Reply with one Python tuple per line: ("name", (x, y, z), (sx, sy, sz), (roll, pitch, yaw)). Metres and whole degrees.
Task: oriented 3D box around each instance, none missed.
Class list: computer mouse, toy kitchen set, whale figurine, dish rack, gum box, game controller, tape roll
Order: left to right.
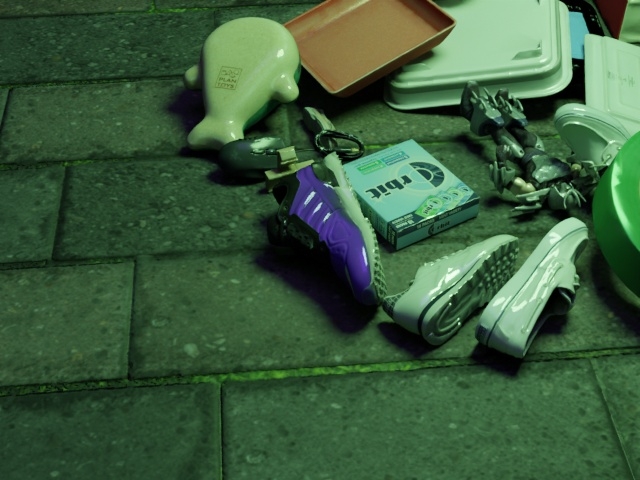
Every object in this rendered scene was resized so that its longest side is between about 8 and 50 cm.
("whale figurine", (-0.133, -0.251, 1.896), (0.216, 0.141, 0.272), (9, 65, 19))
("computer mouse", (-0.047, -0.144, 1.787), (0.242, 0.041, 0.071), (-8, 83, -7))
("toy kitchen set", (-0.038, -0.100, 1.743), (0.083, 0.068, 0.075), (-16, 43, -16))
("gum box", (0.132, -0.076, 1.734), (0.157, 0.041, 0.184), (-22, 45, -24))
("dish rack", (0.277, -0.360, 1.975), (0.333, 0.072, 0.285), (-5, 46, 15))
("game controller", (0.454, -0.376, 2.059), (0.166, 0.067, 0.319), (0, 41, 1))
("tape roll", (0.553, -0.026, 1.570), (0.321, 0.077, 0.321), (5, 57, -8))

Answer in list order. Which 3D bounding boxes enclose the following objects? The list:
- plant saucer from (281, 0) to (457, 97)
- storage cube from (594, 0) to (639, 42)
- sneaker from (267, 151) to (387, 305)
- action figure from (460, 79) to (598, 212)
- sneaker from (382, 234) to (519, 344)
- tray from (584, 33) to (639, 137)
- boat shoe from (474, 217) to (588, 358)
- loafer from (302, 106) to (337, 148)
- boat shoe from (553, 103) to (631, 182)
("plant saucer", (0.078, -0.364, 1.967), (0.258, 0.047, 0.259), (-31, 43, -8))
("storage cube", (0.647, -0.508, 2.121), (0.215, 0.183, 0.193), (-3, 42, -4))
("sneaker", (0.000, 0.000, 1.614), (0.146, 0.102, 0.293), (-18, 44, -3))
("action figure", (0.331, -0.142, 1.767), (0.185, 0.099, 0.285), (-8, 44, -28))
("sneaker", (0.192, 0.051, 1.558), (0.095, 0.090, 0.235), (24, 45, 39))
("tray", (0.534, -0.271, 1.919), (0.145, 0.030, 0.270), (16, 46, -4))
("boat shoe", (0.317, 0.071, 1.536), (0.084, 0.095, 0.258), (30, 60, 25))
("loafer", (0.008, -0.192, 1.870), (0.039, 0.045, 0.125), (-10, 38, -20))
("boat shoe", (0.449, -0.122, 1.687), (0.226, 0.083, 0.076), (33, 51, -14))
